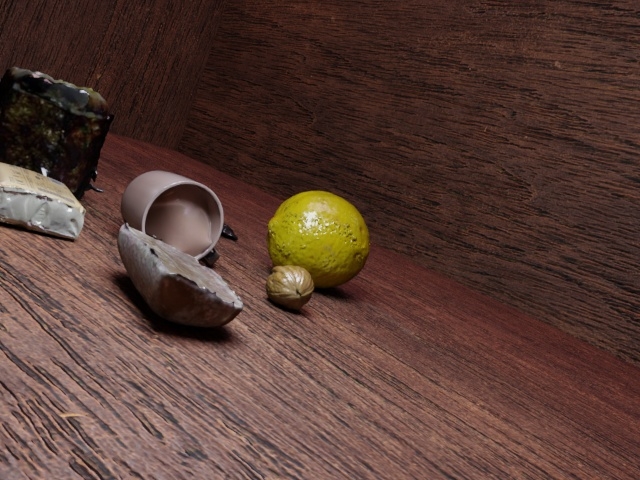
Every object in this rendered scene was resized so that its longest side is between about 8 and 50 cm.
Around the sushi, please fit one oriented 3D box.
[{"bbox_3d":[-0.691,-0.266,1.659,0.281,0.294,0.299,17,7,0],"label":"sushi"}]

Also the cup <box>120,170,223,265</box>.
[{"bbox_3d":[-0.338,-0.043,1.528,0.200,0.191,0.253,25,-21,52],"label":"cup"}]

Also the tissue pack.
[{"bbox_3d":[-0.608,-0.085,1.371,0.186,0.090,0.222,18,9,-36],"label":"tissue pack"}]

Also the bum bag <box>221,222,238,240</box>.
[{"bbox_3d":[-0.299,-0.035,2.013,0.057,0.034,0.124,32,-1,-42],"label":"bum bag"}]

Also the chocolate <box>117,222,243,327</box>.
[{"bbox_3d":[-0.264,0.070,1.156,0.185,0.101,0.303,28,5,-37],"label":"chocolate"}]

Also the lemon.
[{"bbox_3d":[0.000,0.000,1.735,0.310,0.258,0.258,20,7,-38],"label":"lemon"}]

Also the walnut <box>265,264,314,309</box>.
[{"bbox_3d":[-0.070,0.102,1.446,0.105,0.105,0.124,16,-2,-26],"label":"walnut"}]
